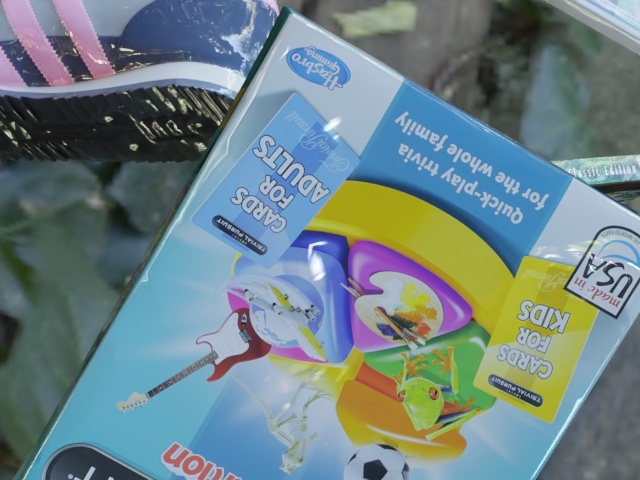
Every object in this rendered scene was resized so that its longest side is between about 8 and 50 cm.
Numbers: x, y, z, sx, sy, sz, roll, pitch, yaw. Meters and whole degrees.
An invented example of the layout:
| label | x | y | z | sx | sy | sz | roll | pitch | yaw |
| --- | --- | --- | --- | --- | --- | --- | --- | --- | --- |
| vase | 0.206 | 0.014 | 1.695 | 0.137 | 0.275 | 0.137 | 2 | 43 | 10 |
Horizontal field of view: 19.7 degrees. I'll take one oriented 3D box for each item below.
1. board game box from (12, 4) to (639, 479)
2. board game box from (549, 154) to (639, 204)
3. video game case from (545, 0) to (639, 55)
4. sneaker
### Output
| label | x | y | z | sx | sy | sz | roll | pitch | yaw |
| --- | --- | --- | --- | --- | --- | --- | --- | --- | --- |
| board game box | 0.007 | 0.076 | 1.055 | 0.253 | 0.079 | 0.336 | 29 | 97 | -8 |
| board game box | 0.173 | -0.039 | 1.626 | 0.259 | 0.136 | 0.030 | -5 | 79 | -32 |
| video game case | 0.268 | -0.216 | 1.405 | 0.201 | 0.023 | 0.183 | 26 | 62 | -17 |
| sneaker | -0.172 | -0.129 | 1.230 | 0.112 | 0.319 | 0.131 | 62 | 38 | -57 |
